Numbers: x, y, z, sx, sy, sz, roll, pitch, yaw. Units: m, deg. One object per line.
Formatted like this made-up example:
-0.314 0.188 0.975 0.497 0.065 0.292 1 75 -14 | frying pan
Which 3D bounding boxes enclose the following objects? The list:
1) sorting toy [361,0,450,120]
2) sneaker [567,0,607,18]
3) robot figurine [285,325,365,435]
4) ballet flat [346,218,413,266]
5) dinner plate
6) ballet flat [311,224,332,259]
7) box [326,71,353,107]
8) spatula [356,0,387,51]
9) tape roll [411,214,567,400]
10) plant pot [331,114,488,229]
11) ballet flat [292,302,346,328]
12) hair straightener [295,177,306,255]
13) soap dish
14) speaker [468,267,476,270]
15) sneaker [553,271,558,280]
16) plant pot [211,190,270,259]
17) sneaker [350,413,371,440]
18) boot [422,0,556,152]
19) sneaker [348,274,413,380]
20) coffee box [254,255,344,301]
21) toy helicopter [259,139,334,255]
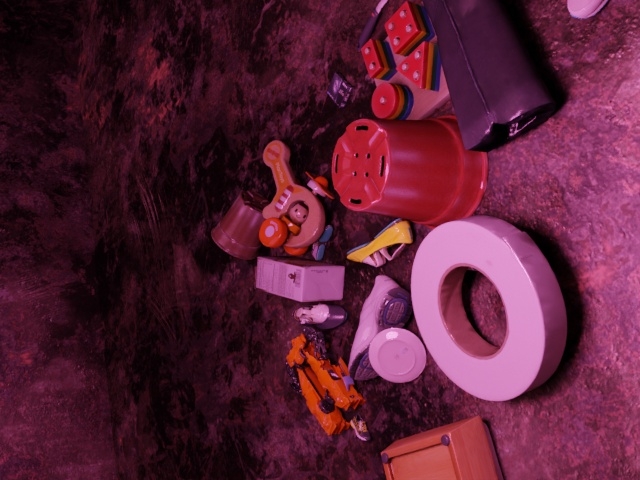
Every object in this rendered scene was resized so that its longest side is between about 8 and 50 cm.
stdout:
0.205 -0.420 1.864 0.257 0.089 0.256 -38 59 46 | sorting toy
0.517 -0.532 1.440 0.087 0.092 0.229 44 124 43 | sneaker
0.002 0.377 2.120 0.291 0.085 0.211 56 131 38 | robot figurine
0.151 0.022 1.944 0.231 0.077 0.077 -35 78 46 | ballet flat
0.184 0.280 1.858 0.141 0.017 0.141 3 103 14 | dinner plate
0.000 0.000 2.172 0.041 0.041 0.114 46 125 44 | ballet flat
0.053 -0.417 2.132 0.083 0.018 0.067 56 132 39 | box
0.163 -0.608 1.979 0.296 0.030 0.084 -55 47 38 | spatula
0.338 0.139 1.605 0.392 0.072 0.392 28 124 51 | tape roll
0.187 -0.161 1.732 0.272 0.265 0.273 -3 87 53 | plant pot
-0.012 0.209 2.152 0.203 0.074 0.074 -6 84 54 | ballet flat
-0.079 -0.064 2.290 0.089 0.047 0.231 -26 72 51 | hair straightener
0.269 0.538 1.720 0.291 0.118 0.229 -34 62 47 | soap dish
0.307 0.037 1.739 0.136 0.055 0.055 4 92 53 | speaker
0.431 0.110 1.570 0.058 0.052 0.135 57 131 44 | sneaker
-0.231 -0.055 2.403 0.165 0.166 0.167 -57 46 24 | plant pot
0.107 0.490 2.016 0.083 0.031 0.035 45 123 45 | sneaker
0.376 -0.452 1.581 0.367 0.146 0.446 -43 52 54 | boot
0.143 0.223 1.940 0.129 0.110 0.297 -117 44 -58 | sneaker
-0.062 0.105 2.171 0.246 0.141 0.098 10 97 55 | coffee box
-0.077 -0.147 2.187 0.235 0.140 0.355 -33 60 25 | toy helicopter
